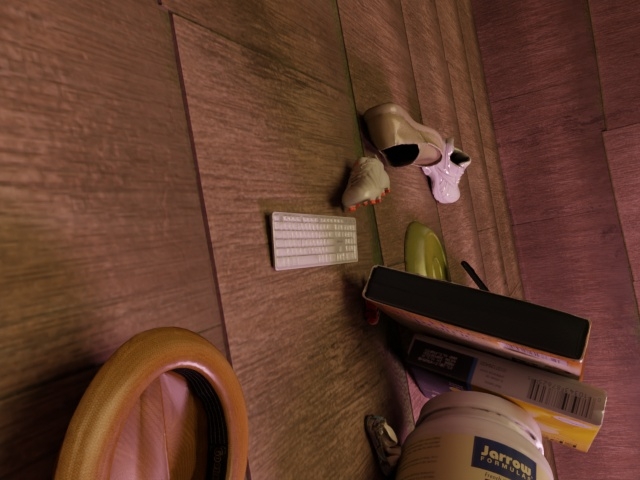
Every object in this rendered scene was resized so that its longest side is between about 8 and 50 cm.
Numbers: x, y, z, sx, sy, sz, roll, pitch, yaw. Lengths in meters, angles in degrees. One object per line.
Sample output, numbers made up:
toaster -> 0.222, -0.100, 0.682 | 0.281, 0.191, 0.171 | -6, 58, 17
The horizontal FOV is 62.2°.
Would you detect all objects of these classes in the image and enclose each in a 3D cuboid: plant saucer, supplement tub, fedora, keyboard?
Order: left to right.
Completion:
fedora -> -0.128, 0.157, 0.374 | 0.194, 0.079, 0.194 | 13, 76, -63
keyboard -> 0.000, 0.000, 0.755 | 0.256, 0.014, 0.072 | -1, 82, -63
plant saucer -> 0.247, 0.072, 1.190 | 0.241, 0.037, 0.240 | 33, 52, -55
supplement tub -> 0.214, 0.412, 0.771 | 0.235, 0.236, 0.324 | 64, 33, -29

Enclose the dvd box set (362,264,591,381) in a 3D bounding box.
dvd box set -> 0.281, 0.159, 0.896 | 0.420, 0.308, 0.062 | 39, 68, -58

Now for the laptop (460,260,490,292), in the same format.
laptop -> 0.415, 0.316, 1.314 | 0.407, 0.236, 0.382 | 59, 11, 28

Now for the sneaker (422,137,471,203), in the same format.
sneaker -> 0.334, -0.175, 1.361 | 0.232, 0.115, 0.090 | 46, 42, -48

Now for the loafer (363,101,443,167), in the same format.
loafer -> 0.171, -0.189, 1.077 | 0.269, 0.102, 0.092 | 15, 69, -51

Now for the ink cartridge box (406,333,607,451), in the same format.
ink cartridge box -> 0.327, 0.288, 0.956 | 0.072, 0.304, 0.307 | -65, 150, -24

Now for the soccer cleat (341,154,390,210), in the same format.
soccer cleat -> 0.071, -0.098, 0.881 | 0.076, 0.068, 0.196 | 70, 21, -8

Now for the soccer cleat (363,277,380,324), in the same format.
soccer cleat -> 0.088, 0.099, 0.880 | 0.035, 0.029, 0.083 | 41, 48, -64

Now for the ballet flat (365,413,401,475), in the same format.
ballet flat -> 0.102, 0.317, 0.814 | 0.041, 0.041, 0.114 | -50, 126, -57
